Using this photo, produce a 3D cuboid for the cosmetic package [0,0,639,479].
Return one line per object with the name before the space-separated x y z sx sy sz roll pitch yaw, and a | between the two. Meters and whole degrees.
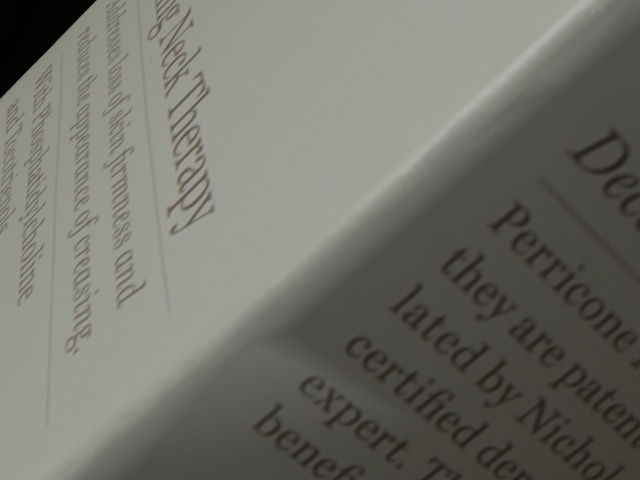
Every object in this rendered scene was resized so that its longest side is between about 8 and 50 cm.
cosmetic package | 0.077 0.014 0.528 0.393 0.327 0.329 -42 29 15
